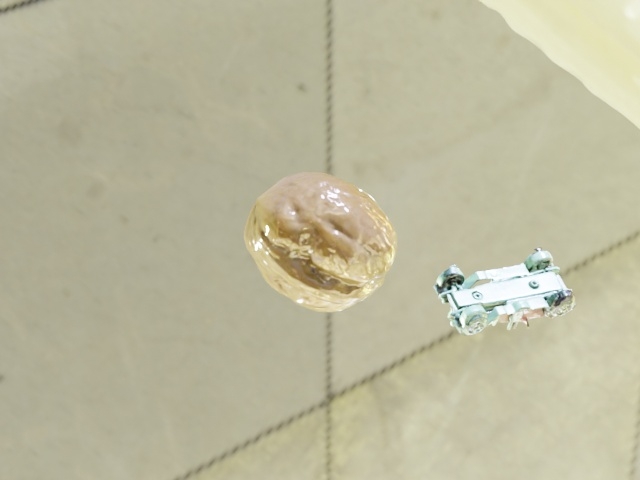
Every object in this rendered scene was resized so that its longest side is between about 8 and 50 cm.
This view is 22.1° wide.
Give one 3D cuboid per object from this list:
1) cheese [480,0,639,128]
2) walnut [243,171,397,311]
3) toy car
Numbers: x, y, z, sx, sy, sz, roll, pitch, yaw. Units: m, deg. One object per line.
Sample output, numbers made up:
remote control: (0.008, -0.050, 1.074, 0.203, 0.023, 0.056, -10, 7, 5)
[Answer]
cheese: (0.193, -0.168, 0.769, 0.242, 0.265, 0.124, -40, 163, -26)
walnut: (0.000, 0.000, 1.763, 0.149, 0.166, 0.167, -68, 155, -44)
toy car: (0.188, 0.058, 1.670, 0.143, 0.073, 0.054, -11, 143, -23)
